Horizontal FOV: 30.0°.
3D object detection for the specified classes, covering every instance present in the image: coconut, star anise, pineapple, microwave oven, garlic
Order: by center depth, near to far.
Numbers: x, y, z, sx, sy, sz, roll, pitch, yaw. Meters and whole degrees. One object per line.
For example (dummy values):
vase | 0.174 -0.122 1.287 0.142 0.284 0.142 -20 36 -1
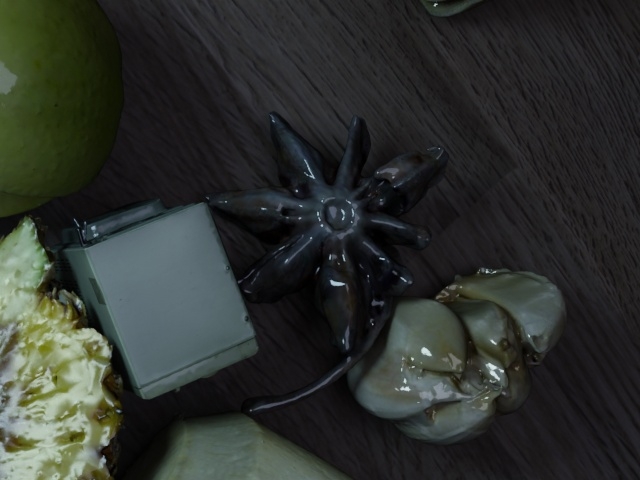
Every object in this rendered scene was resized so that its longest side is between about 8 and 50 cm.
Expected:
pineapple | -0.313 0.136 1.244 0.344 0.209 0.286 13 70 10
microwave oven | -0.184 0.051 1.268 0.145 0.240 0.194 -19 96 -21
coconut | -0.086 0.346 1.277 0.322 0.323 0.323 0 89 -22
star anise | 0.000 0.000 1.401 0.359 0.139 0.316 -29 70 -9
garlic | 0.172 0.153 1.439 0.281 0.203 0.185 -9 109 -25

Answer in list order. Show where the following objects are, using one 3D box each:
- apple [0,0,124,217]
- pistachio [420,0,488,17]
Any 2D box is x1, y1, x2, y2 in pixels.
apple | -0.334 -0.152 1.190 0.254 0.292 0.292 18 82 -32
pistachio | 0.208 -0.433 1.469 0.226 0.207 0.332 23 96 23
